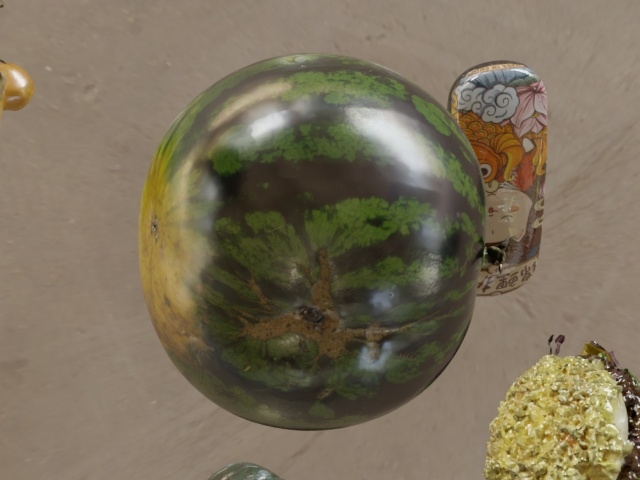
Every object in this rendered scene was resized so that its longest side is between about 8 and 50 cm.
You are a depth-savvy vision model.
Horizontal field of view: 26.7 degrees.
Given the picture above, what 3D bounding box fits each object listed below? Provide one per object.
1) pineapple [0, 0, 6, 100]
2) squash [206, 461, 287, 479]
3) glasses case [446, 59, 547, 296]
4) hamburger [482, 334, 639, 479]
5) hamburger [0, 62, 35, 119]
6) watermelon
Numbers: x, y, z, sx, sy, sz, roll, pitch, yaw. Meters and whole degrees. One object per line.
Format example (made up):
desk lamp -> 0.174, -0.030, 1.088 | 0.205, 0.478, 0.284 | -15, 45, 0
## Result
pineapple -> -0.277, -0.123, 0.758 | 0.186, 0.236, 0.115 | 10, 126, 19
squash -> -0.049, 0.371, 1.586 | 0.252, 0.252, 0.165 | 28, 69, 7
glasses case -> 0.223, -0.074, 1.728 | 0.122, 0.082, 0.321 | -9, 119, -13
hamburger -> 0.290, 0.235, 1.613 | 0.138, 0.262, 0.243 | 27, 104, -29
hamburger -> -0.427, -0.155, 1.336 | 0.276, 0.276, 0.237 | 45, 68, 6
watermelon -> -0.005, 0.000, 0.955 | 0.268, 0.269, 0.269 | 0, 89, 7
